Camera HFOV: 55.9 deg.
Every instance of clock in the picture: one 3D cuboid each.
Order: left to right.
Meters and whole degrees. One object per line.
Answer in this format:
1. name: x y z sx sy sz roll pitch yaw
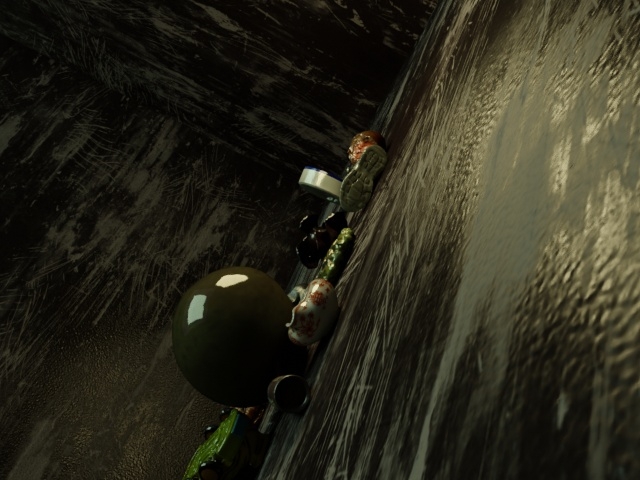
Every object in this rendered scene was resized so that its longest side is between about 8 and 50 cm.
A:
1. clock: 0.026 -0.219 2.470 0.230 0.230 0.083 171 122 -86

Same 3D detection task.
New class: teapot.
1. teapot: -0.019 0.163 1.395 0.245 0.116 0.159 -117 41 -82

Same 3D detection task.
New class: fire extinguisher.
1. fire extinguisher: -0.069 0.313 1.299 0.252 0.075 0.106 125 166 -74

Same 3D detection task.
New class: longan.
1. longan: -0.199 0.239 1.519 0.361 0.360 0.361 -63 4 7

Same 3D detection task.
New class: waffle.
1. waffle: 0.037 0.057 1.739 0.204 0.054 0.223 -62 2 12

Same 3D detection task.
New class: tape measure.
1. tape measure: -0.026 0.200 1.829 0.107 0.104 0.179 -42 32 -18

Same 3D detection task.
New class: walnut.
1. walnut: -0.230 0.526 1.856 0.116 0.115 0.207 -60 5 43

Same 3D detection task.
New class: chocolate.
1. chocolate: 0.167 -0.310 2.044 0.133 0.124 0.127 -5 48 49

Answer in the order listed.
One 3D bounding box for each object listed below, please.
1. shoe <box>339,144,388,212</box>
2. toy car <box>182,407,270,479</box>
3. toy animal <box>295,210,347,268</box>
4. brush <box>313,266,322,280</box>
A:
1. shoe: 0.121 -0.191 1.895 0.228 0.099 0.125 -59 11 -8
2. toy car: -0.229 0.537 1.477 0.248 0.142 0.200 -50 10 30
3. toy animal: 0.002 0.006 1.890 0.218 0.116 0.180 -46 -25 -24
4. brush: 0.022 0.081 2.103 0.266 0.027 0.062 -61 2 -34
